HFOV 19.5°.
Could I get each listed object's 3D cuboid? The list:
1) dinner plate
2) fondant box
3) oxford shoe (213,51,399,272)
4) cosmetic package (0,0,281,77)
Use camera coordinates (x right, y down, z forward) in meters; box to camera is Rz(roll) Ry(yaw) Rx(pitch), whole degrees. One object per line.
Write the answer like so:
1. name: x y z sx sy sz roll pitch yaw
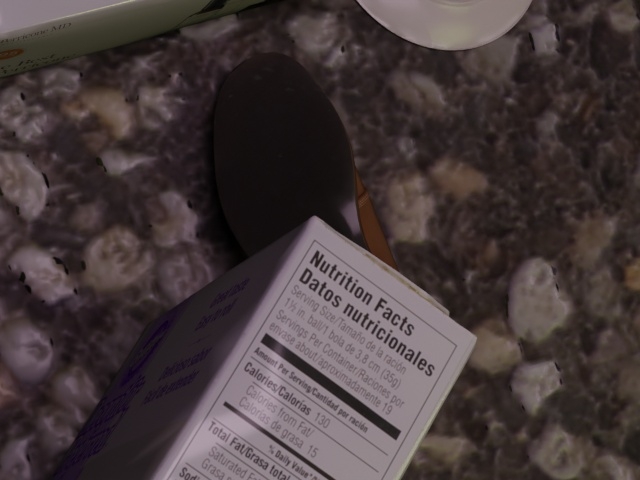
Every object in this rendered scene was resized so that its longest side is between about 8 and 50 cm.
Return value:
1. dinner plate: 0.070 -0.180 1.086 0.141 0.017 0.141 5 77 -23
2. fondant box: -0.089 0.168 0.809 0.096 0.238 0.330 37 66 -10
3. oxford shoe: 0.000 0.000 0.990 0.076 0.076 0.212 -24 72 9
4. cosmetic package: -0.081 -0.144 0.965 0.239 0.099 0.060 -18 85 -25
